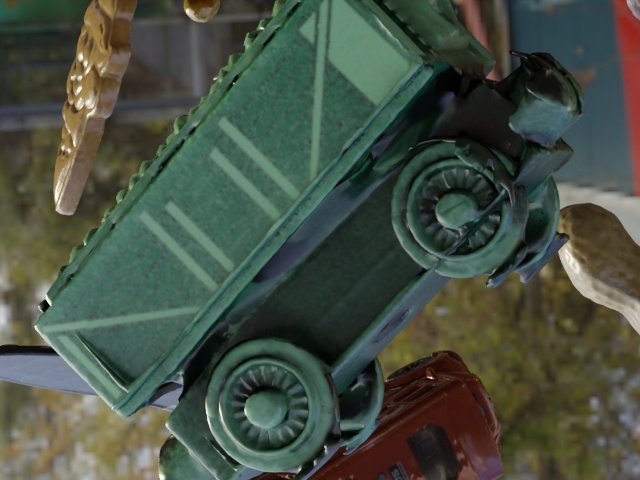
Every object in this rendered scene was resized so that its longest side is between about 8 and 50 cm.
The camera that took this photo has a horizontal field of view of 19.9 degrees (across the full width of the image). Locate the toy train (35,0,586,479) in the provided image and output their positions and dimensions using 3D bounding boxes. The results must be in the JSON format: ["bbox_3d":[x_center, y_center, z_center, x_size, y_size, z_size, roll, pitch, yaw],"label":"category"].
[{"bbox_3d":[0.000,0.000,0.826,0.269,0.154,0.115,-49,165,21],"label":"toy train"}]

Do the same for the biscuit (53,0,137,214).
[{"bbox_3d":[-0.192,-0.143,1.552,0.035,0.250,0.162,12,-174,-14],"label":"biscuit"}]

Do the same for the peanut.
[{"bbox_3d":[0.305,0.034,1.783,0.193,0.089,0.089,38,-169,5],"label":"peanut"}]

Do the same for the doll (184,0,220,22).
[{"bbox_3d":[-0.077,-0.287,1.225,0.269,0.166,0.162,-47,172,27],"label":"doll"}]

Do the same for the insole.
[{"bbox_3d":[-0.137,0.117,1.422,0.110,0.012,0.309,-19,153,39],"label":"insole"}]

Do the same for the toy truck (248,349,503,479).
[{"bbox_3d":[0.050,0.176,1.390,0.253,0.107,0.114,-28,-175,-33],"label":"toy truck"}]

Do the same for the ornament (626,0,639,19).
[{"bbox_3d":[0.303,-0.284,1.399,0.221,0.217,0.235,18,143,-34],"label":"ornament"}]
